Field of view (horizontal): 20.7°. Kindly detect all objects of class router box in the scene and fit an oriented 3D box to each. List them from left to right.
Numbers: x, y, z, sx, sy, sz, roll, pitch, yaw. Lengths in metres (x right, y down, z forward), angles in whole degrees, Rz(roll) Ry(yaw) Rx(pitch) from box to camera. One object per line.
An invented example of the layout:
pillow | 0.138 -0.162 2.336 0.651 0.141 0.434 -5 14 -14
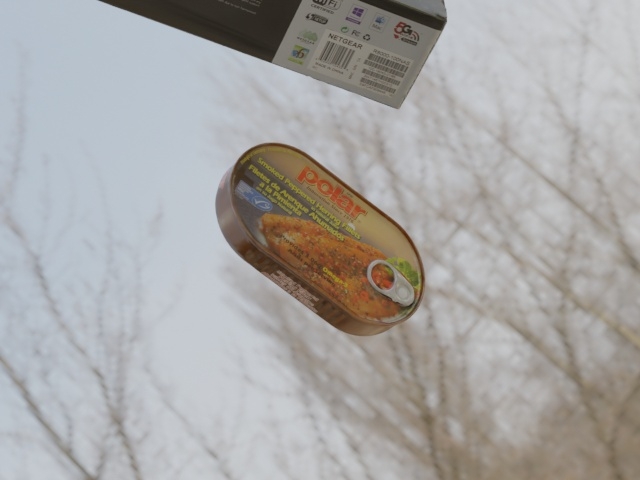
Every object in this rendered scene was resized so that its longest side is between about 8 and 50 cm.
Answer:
router box | -0.072 -0.233 1.204 0.243 0.309 0.081 -92 26 -52

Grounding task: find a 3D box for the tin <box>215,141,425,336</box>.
tin | 0.000 0.000 1.399 0.040 0.190 0.106 -35 21 53
